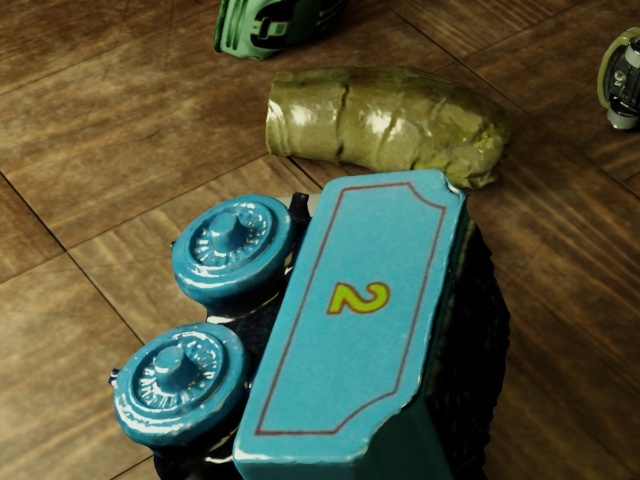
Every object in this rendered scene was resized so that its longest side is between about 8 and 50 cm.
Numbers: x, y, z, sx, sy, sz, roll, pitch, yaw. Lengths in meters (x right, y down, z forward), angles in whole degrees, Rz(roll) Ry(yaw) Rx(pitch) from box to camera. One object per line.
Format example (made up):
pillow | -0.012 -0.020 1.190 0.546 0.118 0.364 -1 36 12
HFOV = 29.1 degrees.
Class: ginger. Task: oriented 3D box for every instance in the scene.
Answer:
ginger | 0.067 -0.119 1.243 0.263 0.116 0.109 8 6 13

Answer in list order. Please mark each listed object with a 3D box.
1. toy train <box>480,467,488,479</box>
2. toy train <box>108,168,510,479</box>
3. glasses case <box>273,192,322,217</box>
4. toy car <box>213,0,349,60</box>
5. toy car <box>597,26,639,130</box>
toy train | 0.122 0.236 0.932 0.048 0.055 0.252 -14 47 -15
toy train | 0.007 0.089 0.950 0.265 0.188 0.300 -5 42 23
glasses case | 0.000 0.000 1.154 0.233 0.059 0.092 -6 45 -6
toy car | -0.013 -0.317 1.414 0.125 0.136 0.306 30 50 8
toy car | 0.421 -0.144 1.274 0.257 0.101 0.124 31 49 24
